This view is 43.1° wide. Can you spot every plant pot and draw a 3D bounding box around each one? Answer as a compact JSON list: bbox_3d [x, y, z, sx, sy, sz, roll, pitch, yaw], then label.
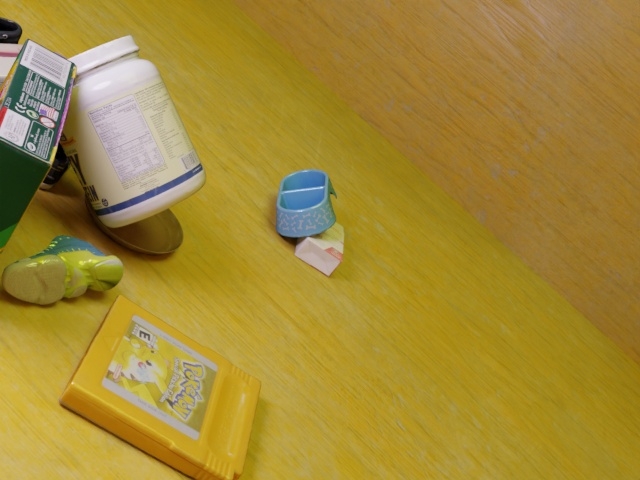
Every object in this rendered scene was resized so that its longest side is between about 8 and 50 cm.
[{"bbox_3d":[-0.408,-0.047,1.759,0.236,0.032,0.236,31,26,-17],"label":"plant pot"}]

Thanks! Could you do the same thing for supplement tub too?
[{"bbox_3d":[-0.392,-0.214,1.603,0.324,0.235,0.235,66,19,-14],"label":"supplement tub"}]

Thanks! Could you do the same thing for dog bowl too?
[{"bbox_3d":[-0.042,-0.110,2.225,0.166,0.074,0.297,-7,29,6],"label":"dog bowl"}]

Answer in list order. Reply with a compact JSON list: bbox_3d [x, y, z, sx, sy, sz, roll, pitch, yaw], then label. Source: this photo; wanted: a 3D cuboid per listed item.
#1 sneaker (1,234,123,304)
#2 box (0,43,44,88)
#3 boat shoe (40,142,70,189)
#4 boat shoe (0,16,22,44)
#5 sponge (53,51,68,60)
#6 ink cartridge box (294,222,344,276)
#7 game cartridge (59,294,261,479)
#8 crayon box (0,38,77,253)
[{"bbox_3d":[-0.479,0.048,1.454,0.126,0.091,0.240,32,17,33],"label":"sneaker"},{"bbox_3d":[-0.663,-0.306,1.639,0.232,0.148,0.127,-8,49,-41],"label":"box"},{"bbox_3d":[-0.564,-0.194,1.739,0.084,0.079,0.233,30,23,-21],"label":"boat shoe"},{"bbox_3d":[-0.760,-0.458,1.632,0.340,0.113,0.127,23,31,-44],"label":"boat shoe"},{"bbox_3d":[-0.652,-0.403,2.032,0.117,0.031,0.210,32,26,-16],"label":"sponge"},{"bbox_3d":[0.000,0.000,2.217,0.115,0.067,0.198,33,26,-13],"label":"ink cartridge box"},{"bbox_3d":[-0.259,0.259,1.412,0.324,0.052,0.285,32,25,-13],"label":"game cartridge"},{"bbox_3d":[-0.538,-0.122,1.353,0.106,0.313,0.363,27,26,-26],"label":"crayon box"}]
